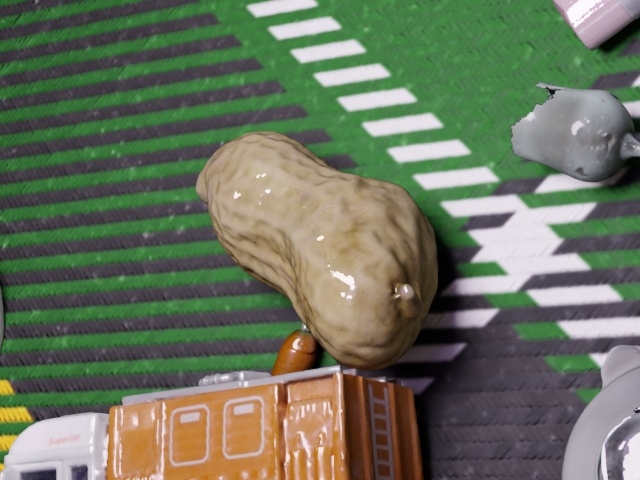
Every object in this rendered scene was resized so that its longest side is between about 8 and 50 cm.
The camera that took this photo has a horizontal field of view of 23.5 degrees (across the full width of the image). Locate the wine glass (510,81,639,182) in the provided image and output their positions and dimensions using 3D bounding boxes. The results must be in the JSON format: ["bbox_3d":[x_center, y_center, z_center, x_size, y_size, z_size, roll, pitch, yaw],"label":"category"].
[{"bbox_3d":[0.257,-0.078,1.276,0.195,0.079,0.079,19,85,33],"label":"wine glass"}]

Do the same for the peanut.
[{"bbox_3d":[0.009,0.000,1.373,0.291,0.159,0.143,42,132,44],"label":"peanut"}]

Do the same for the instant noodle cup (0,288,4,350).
[{"bbox_3d":[-0.475,0.083,1.603,0.178,0.235,0.234,0,75,42],"label":"instant noodle cup"}]

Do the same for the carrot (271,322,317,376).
[{"bbox_3d":[-0.035,0.139,1.417,0.035,0.035,0.142,25,96,35],"label":"carrot"}]

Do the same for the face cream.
[{"bbox_3d":[0.291,-0.252,1.325,0.198,0.057,0.084,-38,55,18],"label":"face cream"}]

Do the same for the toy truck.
[{"bbox_3d":[-0.102,0.223,1.340,0.388,0.173,0.207,-11,74,28],"label":"toy truck"}]

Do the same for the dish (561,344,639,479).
[{"bbox_3d":[0.276,0.171,1.178,0.236,0.086,0.228,41,97,34],"label":"dish"}]
